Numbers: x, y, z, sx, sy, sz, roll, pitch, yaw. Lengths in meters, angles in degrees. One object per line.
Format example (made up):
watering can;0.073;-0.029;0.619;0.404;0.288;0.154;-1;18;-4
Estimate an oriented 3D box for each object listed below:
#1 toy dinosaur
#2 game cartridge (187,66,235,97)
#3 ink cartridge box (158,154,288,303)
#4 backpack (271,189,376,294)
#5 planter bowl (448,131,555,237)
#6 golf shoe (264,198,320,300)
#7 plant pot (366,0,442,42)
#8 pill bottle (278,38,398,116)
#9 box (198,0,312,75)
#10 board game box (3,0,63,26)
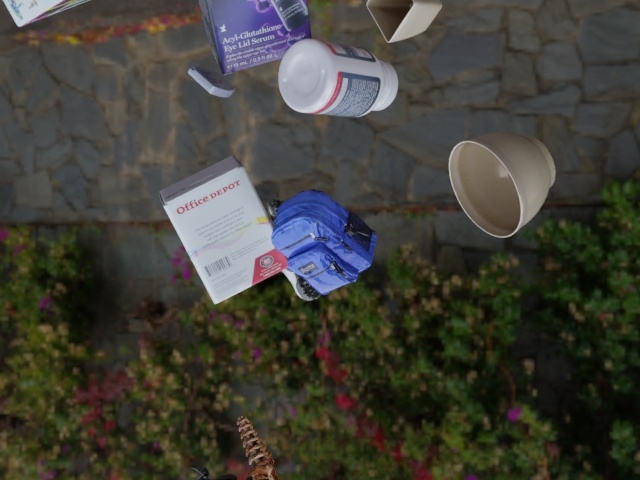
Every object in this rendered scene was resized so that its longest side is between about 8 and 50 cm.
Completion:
toy dinosaur;-0.145;0.508;1.846;0.218;0.322;0.164;-3;167;1
game cartridge;-0.163;-0.240;1.442;0.056;0.017;0.083;39;-163;12
ink cartridge box;-0.139;-0.018;1.378;0.127;0.175;0.072;-26;-156;-5
backpack;0.000;0.000;1.195;0.098;0.101;0.120;-29;120;33
planter bowl;0.291;-0.101;1.462;0.109;0.162;0.162;-29;-166;-23
golf shoe;-0.058;0.029;1.588;0.094;0.198;0.077;-39;144;27
plant pot;0.173;-0.464;1.865;0.096;0.109;0.109;-6;149;-34
pill bottle;0.033;-0.241;1.429;0.108;0.108;0.180;2;-177;41
box;-0.107;-0.378;1.426;0.153;0.207;0.108;-18;-133;-8
board game box;-0.484;-0.553;1.936;0.303;0.098;0.224;-12;-160;46
